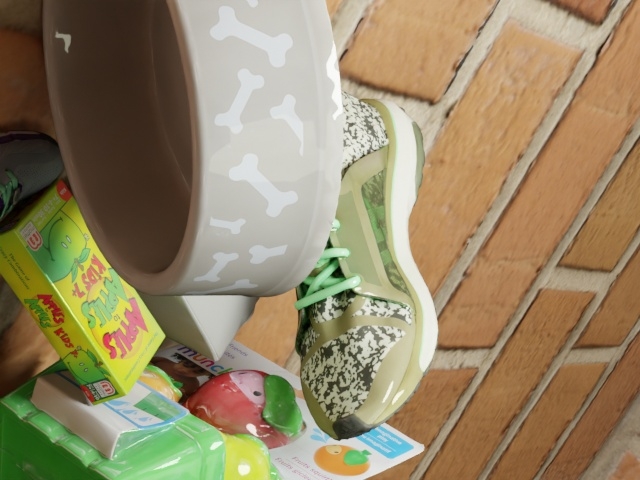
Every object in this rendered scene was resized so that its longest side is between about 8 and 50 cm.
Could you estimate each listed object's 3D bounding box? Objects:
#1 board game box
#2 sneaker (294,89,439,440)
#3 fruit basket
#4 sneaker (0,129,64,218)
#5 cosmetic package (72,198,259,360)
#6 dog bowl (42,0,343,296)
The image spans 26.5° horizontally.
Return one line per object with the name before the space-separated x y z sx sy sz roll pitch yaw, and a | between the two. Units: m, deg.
board game box | -0.217 0.046 1.214 0.181 0.043 0.092 59 30 -20
sneaker | 0.000 0.000 1.341 0.158 0.410 0.182 -27 138 31
fruit basket | -0.128 0.181 1.348 0.353 0.327 0.165 -22 124 -40
sneaker | -0.293 -0.018 1.122 0.223 0.098 0.083 -25 141 -35
cosmetic package | -0.134 0.001 1.327 0.127 0.107 0.238 -56 155 -24
dog bowl | -0.113 -0.116 1.035 0.102 0.349 0.349 -13 135 -27
